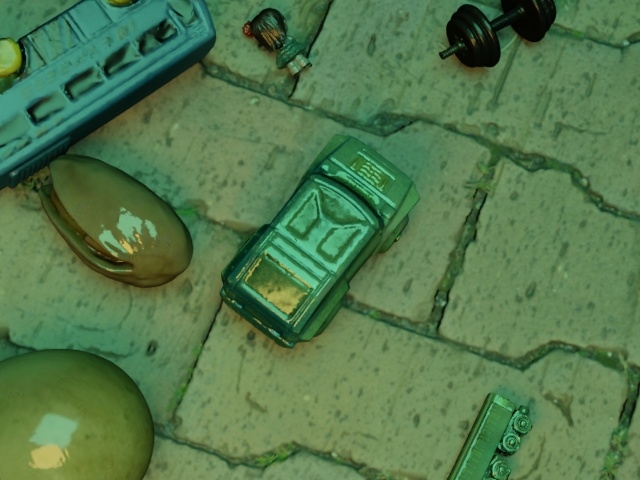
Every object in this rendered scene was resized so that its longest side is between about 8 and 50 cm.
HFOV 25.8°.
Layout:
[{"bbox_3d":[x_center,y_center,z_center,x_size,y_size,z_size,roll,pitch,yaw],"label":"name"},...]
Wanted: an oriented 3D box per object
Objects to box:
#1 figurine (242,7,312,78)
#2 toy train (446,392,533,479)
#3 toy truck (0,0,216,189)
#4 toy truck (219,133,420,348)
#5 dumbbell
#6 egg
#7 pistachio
[{"bbox_3d":[-0.059,-0.273,1.941,0.060,0.047,0.106,-39,86,26],"label":"figurine"},{"bbox_3d":[0.220,0.273,1.815,0.071,0.038,0.148,27,73,4],"label":"toy train"},{"bbox_3d":[-0.317,-0.227,1.841,0.385,0.161,0.162,-36,92,-16],"label":"toy truck"},{"bbox_3d":[0.000,0.000,1.808,0.155,0.156,0.279,38,74,4],"label":"toy truck"},{"bbox_3d":[0.253,-0.306,1.959,0.208,0.099,0.099,-31,80,-15],"label":"dumbbell"},{"bbox_3d":[-0.345,0.243,1.660,0.296,0.218,0.218,-10,75,-2],"label":"egg"},{"bbox_3d":[-0.264,-0.023,1.801,0.223,0.126,0.152,33,37,6],"label":"pistachio"}]
